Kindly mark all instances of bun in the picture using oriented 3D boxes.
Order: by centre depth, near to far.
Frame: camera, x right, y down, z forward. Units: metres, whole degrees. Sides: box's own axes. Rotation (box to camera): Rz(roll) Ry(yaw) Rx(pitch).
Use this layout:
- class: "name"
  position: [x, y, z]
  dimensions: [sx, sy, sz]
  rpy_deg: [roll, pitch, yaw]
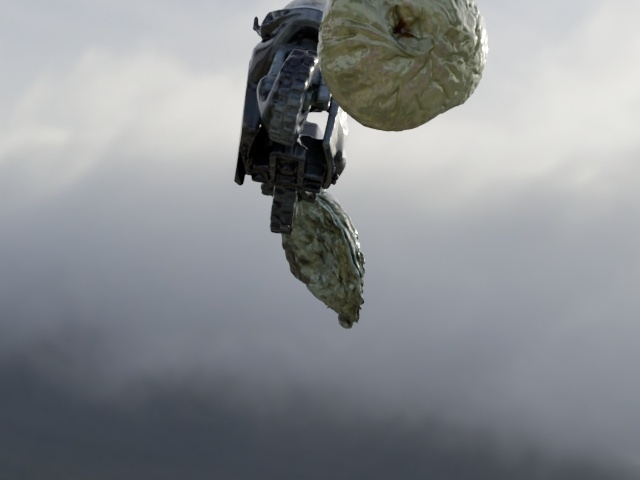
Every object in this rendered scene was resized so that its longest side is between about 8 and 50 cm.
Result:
- class: "bun"
  position: [0.055, -0.124, 1.050]
  dimensions: [0.115, 0.115, 0.069]
  rpy_deg: [15, -2, -14]

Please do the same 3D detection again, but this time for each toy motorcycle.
- class: "toy motorcycle"
  position: [-0.020, -0.116, 1.465]
  dimensions: [0.106, 0.159, 0.270]
  rpy_deg: [11, -22, 2]

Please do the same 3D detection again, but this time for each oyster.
- class: "oyster"
  position: [0.000, 0.000, 1.650]
  dimensions: [0.064, 0.177, 0.125]
  rpy_deg: [-20, -15, -22]
